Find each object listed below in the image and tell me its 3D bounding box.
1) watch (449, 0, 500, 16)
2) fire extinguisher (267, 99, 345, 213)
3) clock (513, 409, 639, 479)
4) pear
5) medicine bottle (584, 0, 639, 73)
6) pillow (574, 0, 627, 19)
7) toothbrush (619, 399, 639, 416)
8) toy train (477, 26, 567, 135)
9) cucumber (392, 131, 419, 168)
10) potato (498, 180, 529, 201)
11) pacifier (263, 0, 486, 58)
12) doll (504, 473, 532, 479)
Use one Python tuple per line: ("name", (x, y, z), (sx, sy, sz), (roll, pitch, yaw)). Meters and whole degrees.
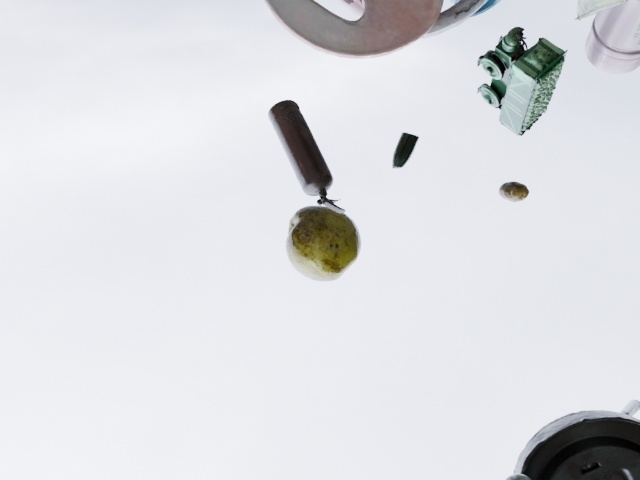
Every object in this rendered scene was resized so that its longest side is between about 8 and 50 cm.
("watch", (0.409, -0.675, 1.669), (0.211, 0.193, 0.211), (37, -145, -32))
("fire extinguisher", (-0.026, -0.175, 1.392), (0.089, 0.072, 0.268), (6, -127, -54))
("clock", (0.287, 0.262, 0.662), (0.184, 0.184, 0.040), (11, -174, 4))
("pear", (0.000, 0.000, 1.649), (0.197, 0.197, 0.197), (6, -147, -4))
("medicine bottle", (0.606, -0.443, 1.250), (0.133, 0.250, 0.133), (-1, -112, 3))
("pillow", (0.441, -0.478, 0.923), (0.075, 0.302, 0.185), (13, -170, 1))
("toothbrush", (0.606, 0.350, 1.301), (0.030, 0.025, 0.342), (-14, 168, 33))
("toy train", (0.433, -0.351, 1.443), (0.115, 0.269, 0.154), (-42, -110, -10))
("cucumber", (0.215, -0.228, 1.671), (0.048, 0.105, 0.048), (23, 173, 3))
("potato", (0.436, -0.112, 1.468), (0.051, 0.040, 0.083), (-42, -157, -7))
("pacifier", (0.067, -0.346, 0.660), (0.220, 0.332, 0.273), (42, -161, 23))
("doll", (0.151, 0.295, 0.512), (0.161, 0.257, 0.215), (14, -124, 15))
